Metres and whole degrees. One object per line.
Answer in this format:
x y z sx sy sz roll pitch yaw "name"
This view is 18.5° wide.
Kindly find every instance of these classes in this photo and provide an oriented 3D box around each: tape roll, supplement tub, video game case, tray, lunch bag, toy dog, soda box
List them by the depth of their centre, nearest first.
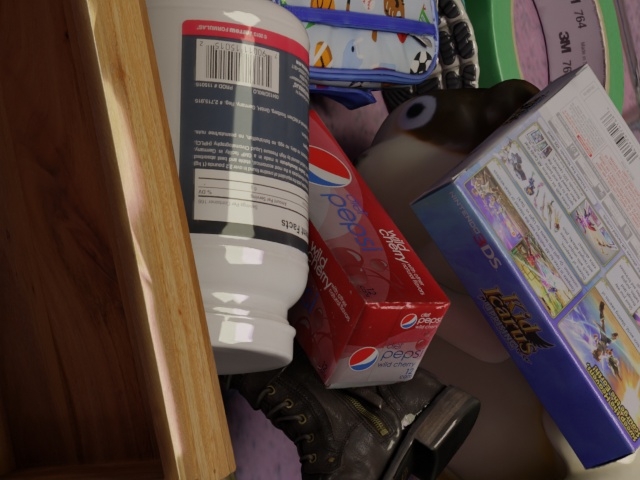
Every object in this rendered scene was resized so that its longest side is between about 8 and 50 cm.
-0.194 -0.027 1.356 0.076 0.202 0.411 -20 101 -57 "tray"
-0.103 -0.042 1.510 0.191 0.191 0.272 18 69 -54 "supplement tub"
0.000 0.000 1.603 0.083 0.092 0.263 1 38 -33 "soda box"
0.225 0.018 1.669 0.269 0.061 0.244 56 43 -5 "video game case"
0.005 -0.244 1.793 0.303 0.115 0.243 -2 88 -56 "lunch bag"
0.168 0.055 1.800 0.395 0.284 0.408 -20 85 -28 "toy dog"
0.233 -0.212 2.167 0.321 0.077 0.321 17 69 -54 "tape roll"

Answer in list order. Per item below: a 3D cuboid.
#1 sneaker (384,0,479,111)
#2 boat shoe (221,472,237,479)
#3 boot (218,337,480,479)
0.111 -0.236 1.967 0.110 0.107 0.275 -13 95 -66 "sneaker"
-0.057 0.309 1.580 0.103 0.113 0.302 -41 115 -49 "boat shoe"
-0.024 0.144 1.586 0.263 0.229 0.091 -42 157 -33 "boot"
